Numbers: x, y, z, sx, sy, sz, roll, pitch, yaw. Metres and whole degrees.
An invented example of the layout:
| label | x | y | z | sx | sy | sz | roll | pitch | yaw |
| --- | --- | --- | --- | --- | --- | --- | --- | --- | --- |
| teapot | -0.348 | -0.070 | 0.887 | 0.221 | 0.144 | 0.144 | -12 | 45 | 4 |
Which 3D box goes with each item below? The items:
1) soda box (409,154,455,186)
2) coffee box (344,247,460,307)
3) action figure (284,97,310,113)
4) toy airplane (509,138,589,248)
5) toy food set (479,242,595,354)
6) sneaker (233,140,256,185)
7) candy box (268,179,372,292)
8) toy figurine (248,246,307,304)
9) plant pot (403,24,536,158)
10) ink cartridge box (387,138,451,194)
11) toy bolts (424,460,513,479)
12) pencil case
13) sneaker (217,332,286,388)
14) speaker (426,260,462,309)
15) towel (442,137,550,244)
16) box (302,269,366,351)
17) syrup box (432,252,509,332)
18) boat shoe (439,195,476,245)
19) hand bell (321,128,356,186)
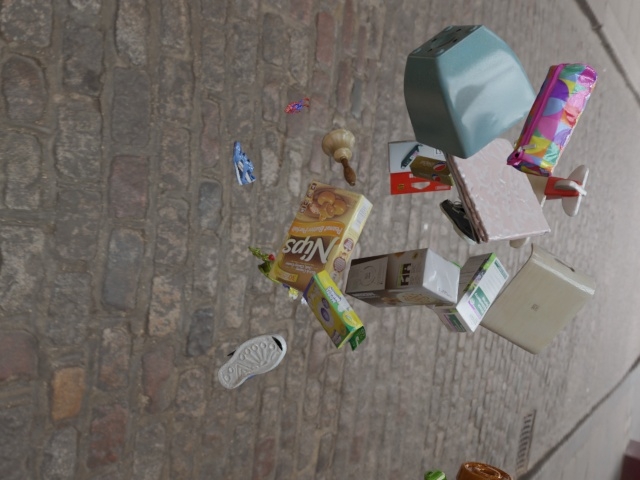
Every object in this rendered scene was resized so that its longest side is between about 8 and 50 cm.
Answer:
| label | x | y | z | sx | sy | sz | roll | pitch | yaw |
| --- | --- | --- | --- | --- | --- | --- | --- | --- | --- |
| soda box | 0.414 | -0.254 | 1.706 | 0.061 | 0.181 | 0.058 | -50 | 133 | -15 |
| coffee box | 0.200 | 0.100 | 1.172 | 0.141 | 0.246 | 0.098 | 29 | 63 | -37 |
| action figure | -0.079 | -0.450 | 1.580 | 0.115 | 0.030 | 0.038 | -32 | 145 | -37 |
| toy airplane | 0.807 | -0.215 | 1.806 | 0.272 | 0.384 | 0.386 | 17 | 45 | -20 |
| toy food set | 0.641 | 0.184 | 1.430 | 0.306 | 0.219 | 0.092 | -59 | -176 | 21 |
| sneaker | -0.237 | -0.239 | 1.449 | 0.053 | 0.059 | 0.144 | -97 | 180 | -54 |
| candy box | 0.000 | 0.000 | 1.358 | 0.087 | 0.182 | 0.317 | 35 | 78 | -55 |
| toy figurine | -0.075 | 0.079 | 1.791 | 0.217 | 0.191 | 0.362 | -36 | 146 | 9 |
| plant pot | 0.360 | -0.404 | 1.217 | 0.247 | 0.247 | 0.252 | -36 | 121 | -4 |
| ink cartridge box | 0.429 | -0.312 | 2.010 | 0.060 | 0.274 | 0.239 | -82 | 167 | -68 |
| toy bolts | 0.285 | 0.480 | 0.751 | 0.218 | 0.228 | 0.159 | 18 | 82 | -53 |
| pencil case | 0.474 | -0.245 | 0.968 | 0.104 | 0.104 | 0.237 | 20 | 95 | -49 |
| sneaker | -0.198 | 0.384 | 1.653 | 0.130 | 0.322 | 0.236 | 53 | 27 | 5 |
| speaker | 0.488 | 0.187 | 1.894 | 0.131 | 0.131 | 0.297 | -61 | 168 | -22 |
| towel | 0.525 | -0.155 | 1.407 | 0.316 | 0.053 | 0.332 | -8 | 73 | -33 |
| box | 0.031 | 0.169 | 1.076 | 0.043 | 0.179 | 0.105 | -26 | 158 | -30 |
| syrup box | 0.432 | 0.148 | 1.344 | 0.237 | 0.096 | 0.093 | -46 | 104 | -30 |
| boat shoe | 0.451 | -0.077 | 1.499 | 0.095 | 0.255 | 0.079 | 34 | 111 | -16 |
| hand bell | 0.087 | -0.271 | 1.641 | 0.126 | 0.126 | 0.242 | 44 | 23 | -43 |
